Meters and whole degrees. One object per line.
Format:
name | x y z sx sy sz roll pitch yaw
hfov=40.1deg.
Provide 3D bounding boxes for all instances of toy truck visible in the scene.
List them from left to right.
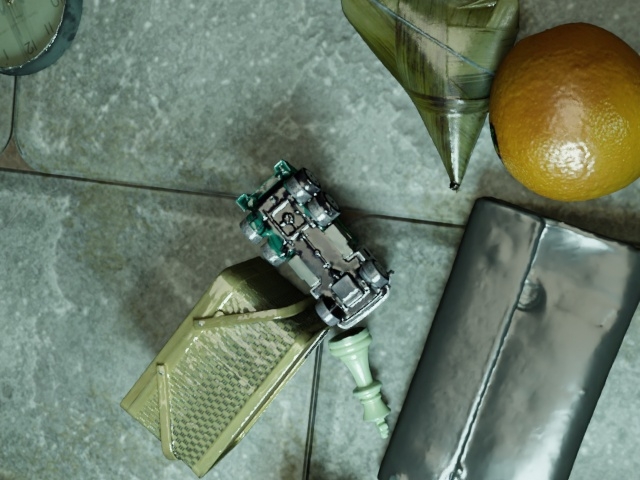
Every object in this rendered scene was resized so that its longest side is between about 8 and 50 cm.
toy truck | 0.000 0.000 1.125 0.110 0.116 0.216 -41 90 15

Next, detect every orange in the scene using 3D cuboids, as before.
orange | 0.285 -0.144 0.993 0.206 0.206 0.206 1 94 15

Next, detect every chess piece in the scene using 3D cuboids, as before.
chess piece | 0.061 0.190 1.150 0.059 0.059 0.149 -21 93 16

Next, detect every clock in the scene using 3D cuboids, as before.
clock | -0.446 -0.346 1.260 0.215 0.042 0.215 1 94 15

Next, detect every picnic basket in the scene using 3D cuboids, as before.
picnic basket | -0.115 0.158 1.138 0.139 0.165 0.267 40 103 8

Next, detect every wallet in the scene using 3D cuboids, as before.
wallet | 0.235 0.167 1.094 0.228 0.062 0.406 20 99 13

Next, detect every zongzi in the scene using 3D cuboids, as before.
zongzi | 0.109 -0.205 1.079 0.221 0.112 0.242 20 100 12
